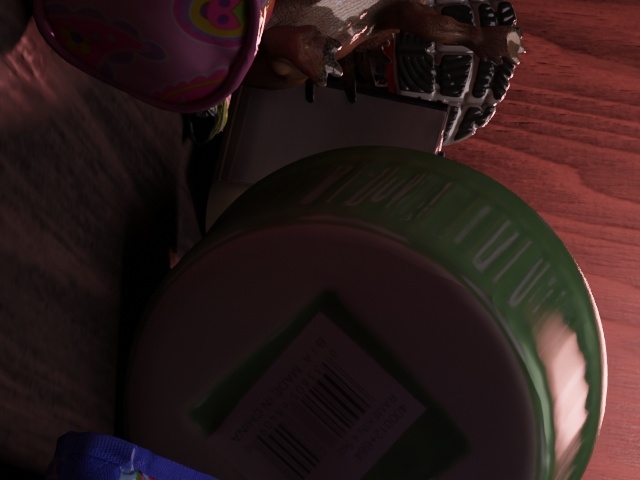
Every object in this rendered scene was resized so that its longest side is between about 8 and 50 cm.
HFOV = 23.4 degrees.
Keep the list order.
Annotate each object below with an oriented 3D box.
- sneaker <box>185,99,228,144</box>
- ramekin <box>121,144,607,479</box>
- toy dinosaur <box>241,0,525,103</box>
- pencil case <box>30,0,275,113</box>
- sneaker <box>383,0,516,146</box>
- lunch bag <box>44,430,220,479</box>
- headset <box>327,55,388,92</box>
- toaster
[{"bbox_3d":[-0.075,-0.101,1.046,0.035,0.031,0.083,-73,166,-53],"label":"sneaker"},{"bbox_3d":[0.022,0.100,0.982,0.148,0.303,0.304,-35,131,-69],"label":"ramekin"},{"bbox_3d":[-0.012,-0.146,0.997,0.295,0.200,0.127,-16,95,-37],"label":"toy dinosaur"},{"bbox_3d":[-0.061,-0.192,0.791,0.284,0.124,0.124,-75,168,-45],"label":"pencil case"},{"bbox_3d":[0.085,-0.196,1.250,0.118,0.107,0.279,140,-48,-61],"label":"sneaker"},{"bbox_3d":[-0.102,0.221,0.760,0.293,0.138,0.221,59,38,-71],"label":"lunch bag"},{"bbox_3d":[0.077,-0.185,1.521,0.394,0.185,0.244,12,84,-66],"label":"headset"},{"bbox_3d":[-0.003,-0.041,1.154,0.168,0.185,0.110,98,5,-62],"label":"toaster"}]
